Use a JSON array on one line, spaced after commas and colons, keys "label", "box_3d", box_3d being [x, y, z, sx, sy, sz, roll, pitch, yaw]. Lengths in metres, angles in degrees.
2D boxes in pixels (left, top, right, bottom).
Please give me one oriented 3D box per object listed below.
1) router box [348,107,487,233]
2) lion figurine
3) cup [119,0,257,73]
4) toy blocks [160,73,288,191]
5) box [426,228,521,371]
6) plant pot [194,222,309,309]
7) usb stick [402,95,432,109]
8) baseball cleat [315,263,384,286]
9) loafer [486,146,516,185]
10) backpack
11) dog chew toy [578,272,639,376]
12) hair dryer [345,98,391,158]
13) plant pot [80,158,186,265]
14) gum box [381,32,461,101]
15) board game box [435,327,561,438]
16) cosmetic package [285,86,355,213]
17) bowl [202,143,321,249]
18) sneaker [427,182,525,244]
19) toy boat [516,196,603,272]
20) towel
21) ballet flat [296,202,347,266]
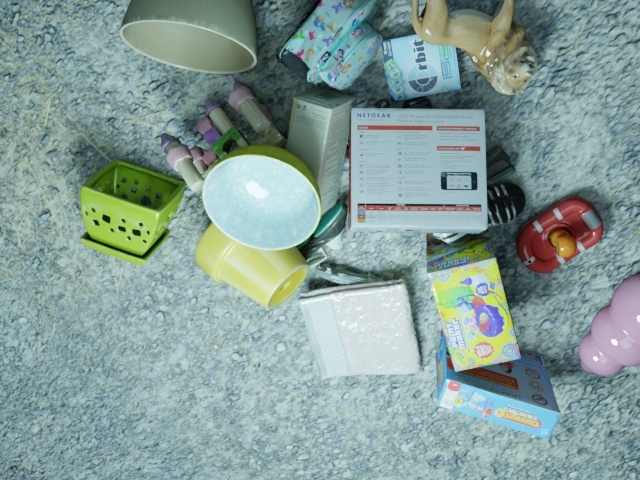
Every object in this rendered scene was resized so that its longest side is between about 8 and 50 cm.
[{"label": "router box", "box_3d": [0.239, -0.171, 1.718, 0.335, 0.082, 0.301, 1, 82, -1]}, {"label": "lion figurine", "box_3d": [0.351, -0.510, 1.666, 0.392, 0.142, 0.240, 16, 109, -5]}, {"label": "cup", "box_3d": [-0.301, -0.575, 1.684, 0.331, 0.331, 0.237, 8, 86, 6]}, {"label": "toy blocks", "box_3d": [-0.248, -0.271, 1.848, 0.288, 0.309, 0.260, -41, 67, 9]}, {"label": "box", "box_3d": [0.400, 0.141, 1.848, 0.177, 0.279, 0.290, -14, 109, 14]}, {"label": "plant pot", "box_3d": [-0.169, 0.049, 1.874, 0.239, 0.254, 0.254, 43, 113, 17]}, {"label": "usb stick", "box_3d": [0.288, -0.243, 1.842, 0.077, 0.045, 0.278, -16, 107, 12]}, {"label": "baseball cleat", "box_3d": [0.079, 0.134, 2.005, 0.206, 0.072, 0.109, 13, 112, 4]}, {"label": "loafer", "box_3d": [0.378, -0.157, 1.820, 0.267, 0.096, 0.084, -26, 89, -8]}, {"label": "backpack", "box_3d": [0.041, -0.494, 1.681, 0.191, 0.225, 0.253, 34, 102, 8]}, {"label": "dog chew toy", "box_3d": [0.832, 0.241, 1.874, 0.206, 0.206, 0.332, 34, 120, -5]}, {"label": "hair dryer", "box_3d": [0.145, -0.224, 1.872, 0.223, 0.080, 0.293, -18, 102, 31]}, {"label": "plant pot", "box_3d": [-0.532, -0.071, 1.940, 0.228, 0.227, 0.207, 20, 118, 0]}, {"label": "gum box", "box_3d": [0.256, -0.449, 1.770, 0.184, 0.041, 0.157, -8, 109, 12]}, {"label": "board game box", "box_3d": [0.476, 0.381, 1.916, 0.308, 0.302, 0.086, 17, 112, 2]}, {"label": "cosmetic package", "box_3d": [-0.011, -0.226, 1.808, 0.113, 0.160, 0.309, 22, 119, 19]}, {"label": "bowl", "box_3d": [-0.129, -0.132, 1.703, 0.289, 0.156, 0.289, 6, 131, 7]}, {"label": "sneaker", "box_3d": [0.400, -0.078, 1.864, 0.281, 0.162, 0.106, -22, 101, -21]}, {"label": "toy boat", "box_3d": [0.632, -0.001, 1.827, 0.231, 0.151, 0.151, -35, 102, 19]}, {"label": "towel", "box_3d": [0.118, 0.269, 2.027, 0.317, 0.053, 0.332, -7, 123, 11]}, {"label": "ballet flat", "box_3d": [0.000, 0.000, 1.961, 0.096, 0.095, 0.280, 39, 122, -20]}]
